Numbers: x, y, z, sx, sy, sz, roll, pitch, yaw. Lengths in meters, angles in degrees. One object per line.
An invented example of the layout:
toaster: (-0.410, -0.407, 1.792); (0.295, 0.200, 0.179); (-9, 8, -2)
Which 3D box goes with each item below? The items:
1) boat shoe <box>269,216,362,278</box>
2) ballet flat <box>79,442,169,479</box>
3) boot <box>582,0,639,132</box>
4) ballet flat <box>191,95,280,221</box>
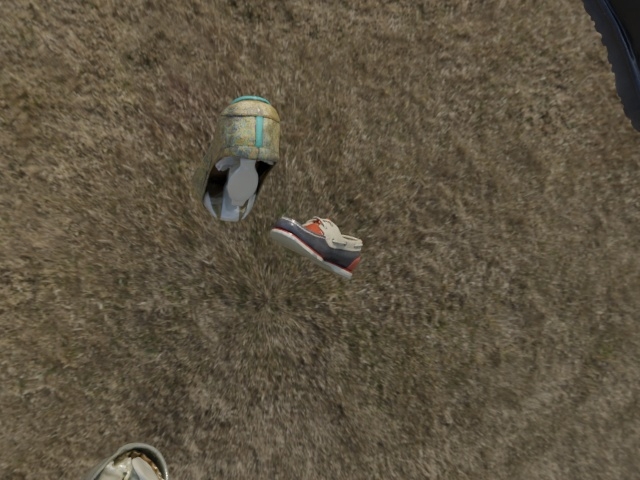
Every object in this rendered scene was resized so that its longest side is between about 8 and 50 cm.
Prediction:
boat shoe: (0.000, 0.000, 0.610); (0.049, 0.137, 0.043); (24, 86, 34)
ballet flat: (-0.139, 0.185, 0.403); (0.068, 0.213, 0.072); (-43, 97, 1)
boot: (0.545, -0.377, 0.762); (0.146, 0.445, 0.367); (0, 68, -30)
ballet flat: (-0.140, -0.095, 1.040); (0.123, 0.348, 0.123); (7, 67, -16)
